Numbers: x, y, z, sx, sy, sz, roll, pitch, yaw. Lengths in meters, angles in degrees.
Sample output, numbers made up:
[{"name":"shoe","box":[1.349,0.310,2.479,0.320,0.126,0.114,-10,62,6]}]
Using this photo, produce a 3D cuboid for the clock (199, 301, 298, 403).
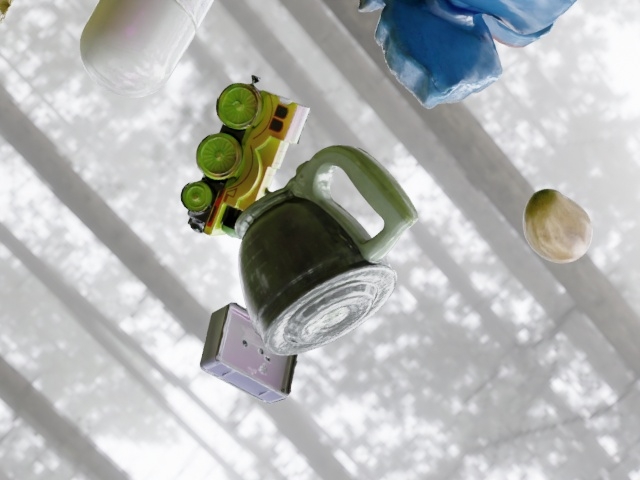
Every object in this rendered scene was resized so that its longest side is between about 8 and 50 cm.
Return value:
[{"name":"clock","box":[-0.141,0.232,2.742,0.073,0.193,0.145,-26,-138,44]}]

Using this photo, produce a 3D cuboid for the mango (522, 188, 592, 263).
[{"name":"mango","box":[0.401,-0.024,2.325,0.111,0.163,0.089,-59,-142,6]}]

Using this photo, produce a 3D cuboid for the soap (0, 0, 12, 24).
[{"name":"soap","box":[-0.432,-0.424,1.593,0.259,0.281,0.143,-62,-164,-22]}]

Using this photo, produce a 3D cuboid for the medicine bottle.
[{"name":"medicine bottle","box":[-0.197,-0.336,1.751,0.130,0.130,0.341,-10,-130,55]}]

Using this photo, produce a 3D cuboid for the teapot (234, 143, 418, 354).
[{"name":"teapot","box":[-0.021,0.009,2.136,0.239,0.239,0.321,-19,154,-26]}]

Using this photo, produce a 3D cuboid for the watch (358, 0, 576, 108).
[{"name":"watch","box":[0.152,-0.279,1.169,0.274,0.241,0.305,-35,-142,59]}]

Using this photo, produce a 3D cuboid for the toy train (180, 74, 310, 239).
[{"name":"toy train","box":[-0.134,-0.137,2.380,0.296,0.160,0.100,-67,166,7]}]
